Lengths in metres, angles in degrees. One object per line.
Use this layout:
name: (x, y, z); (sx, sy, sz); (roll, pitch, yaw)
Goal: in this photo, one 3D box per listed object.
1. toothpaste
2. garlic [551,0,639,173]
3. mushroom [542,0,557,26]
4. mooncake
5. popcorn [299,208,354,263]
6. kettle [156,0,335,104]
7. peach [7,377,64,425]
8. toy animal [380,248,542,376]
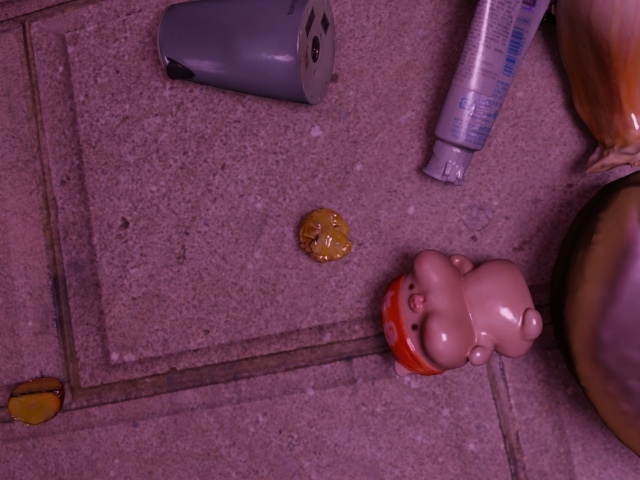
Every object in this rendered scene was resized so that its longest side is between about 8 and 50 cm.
toothpaste: (0.223, -0.225, 0.828); (0.113, 0.073, 0.300); (10, 111, -26)
garlic: (0.436, -0.253, 0.755); (0.285, 0.249, 0.313); (5, 113, 35)
mushroom: (0.319, -0.449, 0.859); (0.217, 0.212, 0.292); (37, 90, -27)
mooncake: (0.481, 0.082, 0.706); (0.393, 0.246, 0.394); (-25, 80, 16)
popcorn: (0.000, 0.000, 0.908); (0.084, 0.084, 0.084); (-1, 84, 11)
kettle: (-0.107, -0.319, 0.920); (0.243, 0.160, 0.211); (10, 68, 18)
peach: (-0.448, 0.250, 0.967); (0.077, 0.050, 0.083); (41, 103, -11)
toy animal: (0.180, 0.096, 0.814); (0.197, 0.171, 0.172); (-11, 83, 6)
